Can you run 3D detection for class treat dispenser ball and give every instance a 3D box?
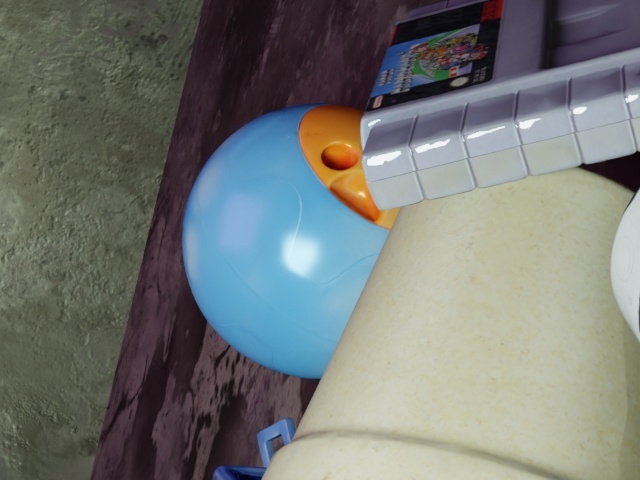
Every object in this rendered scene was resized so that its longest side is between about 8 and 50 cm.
[{"bbox_3d":[0.000,0.000,1.578,0.288,0.288,0.288,-167,90,-73],"label":"treat dispenser ball"}]

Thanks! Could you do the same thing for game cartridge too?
[{"bbox_3d":[0.156,-0.137,1.165,0.355,0.230,0.068,-71,-31,-63],"label":"game cartridge"}]

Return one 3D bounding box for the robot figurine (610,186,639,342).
[{"bbox_3d":[0.278,0.040,0.894,0.278,0.174,0.209,-110,9,-61],"label":"robot figurine"}]

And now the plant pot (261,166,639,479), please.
[{"bbox_3d":[0.130,0.118,1.111,0.334,0.334,0.305,-40,30,62],"label":"plant pot"}]

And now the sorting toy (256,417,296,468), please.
[{"bbox_3d":[-0.028,0.369,1.655,0.196,0.047,0.347,-12,81,52],"label":"sorting toy"}]

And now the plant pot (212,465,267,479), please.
[{"bbox_3d":[0.019,0.341,1.383,0.236,0.236,0.212,-155,73,-72],"label":"plant pot"}]
